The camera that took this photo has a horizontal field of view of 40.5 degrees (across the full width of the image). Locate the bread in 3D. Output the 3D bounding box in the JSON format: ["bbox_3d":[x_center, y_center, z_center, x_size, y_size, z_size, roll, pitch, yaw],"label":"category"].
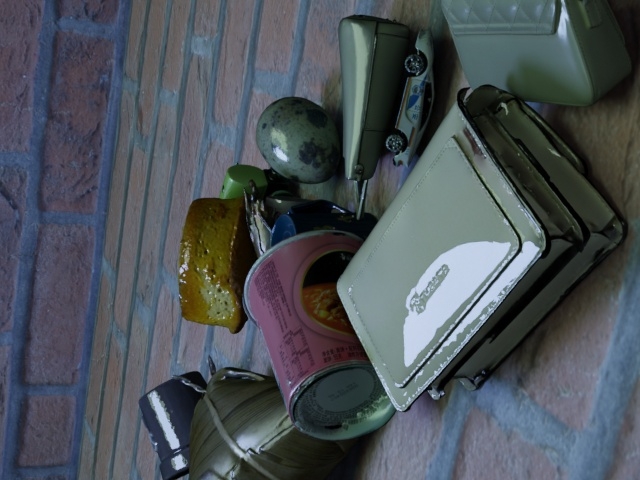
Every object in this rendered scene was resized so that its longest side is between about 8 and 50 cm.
[{"bbox_3d":[-0.184,0.036,1.606,0.268,0.145,0.269,-174,90,-87],"label":"bread"}]

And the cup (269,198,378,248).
[{"bbox_3d":[0.000,0.000,1.441,0.131,0.155,0.176,-64,36,37],"label":"cup"}]

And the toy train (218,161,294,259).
[{"bbox_3d":[-0.152,-0.049,1.745,0.105,0.157,0.253,-110,32,-43],"label":"toy train"}]

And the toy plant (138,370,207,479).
[{"bbox_3d":[-0.240,0.489,1.835,0.400,0.185,0.279,63,153,14],"label":"toy plant"}]

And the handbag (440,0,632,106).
[{"bbox_3d":[0.226,-0.264,0.992,0.219,0.079,0.256,60,163,-25],"label":"handbag"}]

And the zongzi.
[{"bbox_3d":[-0.053,0.282,1.601,0.467,0.218,0.500,-44,22,11],"label":"zongzi"}]

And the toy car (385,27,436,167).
[{"bbox_3d":[0.140,-0.207,1.275,0.095,0.056,0.205,-52,-24,-73],"label":"toy car"}]

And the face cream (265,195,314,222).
[{"bbox_3d":[-0.066,0.027,1.636,0.096,0.095,0.214,20,106,62],"label":"face cream"}]

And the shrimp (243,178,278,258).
[{"bbox_3d":[-0.052,0.001,1.515,0.251,0.143,0.052,66,169,-10],"label":"shrimp"}]

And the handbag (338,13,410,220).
[{"bbox_3d":[0.058,-0.191,1.355,0.241,0.109,0.316,-84,5,-76],"label":"handbag"}]

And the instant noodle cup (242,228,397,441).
[{"bbox_3d":[0.014,0.149,1.282,0.255,0.243,0.244,-108,33,-50],"label":"instant noodle cup"}]

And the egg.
[{"bbox_3d":[-0.035,-0.177,1.551,0.182,0.141,0.141,50,134,29],"label":"egg"}]

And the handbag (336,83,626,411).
[{"bbox_3d":[0.174,0.018,1.079,0.237,0.160,0.359,58,139,26],"label":"handbag"}]
